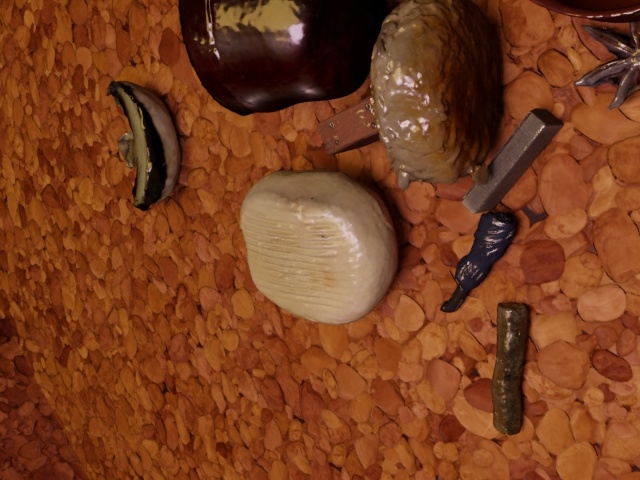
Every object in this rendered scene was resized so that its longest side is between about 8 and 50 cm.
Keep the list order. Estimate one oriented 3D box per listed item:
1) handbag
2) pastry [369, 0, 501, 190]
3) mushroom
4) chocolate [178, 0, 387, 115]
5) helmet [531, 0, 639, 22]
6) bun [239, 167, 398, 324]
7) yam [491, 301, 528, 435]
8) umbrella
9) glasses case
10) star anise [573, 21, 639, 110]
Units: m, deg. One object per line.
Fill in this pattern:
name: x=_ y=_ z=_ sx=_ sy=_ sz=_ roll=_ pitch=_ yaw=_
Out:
handbag: x=0.102 y=-0.230 z=1.277 sx=0.193 sy=0.151 sz=0.072 roll=-21 pitch=90 yaw=40
pastry: x=0.195 y=-0.251 z=1.086 sx=0.136 sy=0.329 sz=0.330 roll=5 pitch=105 yaw=34
mushroom: x=-0.468 y=-0.260 z=1.790 sx=0.247 sy=0.130 sz=0.344 roll=-12 pitch=92 yaw=58
chocolate: x=-0.036 y=-0.427 z=1.246 sx=0.331 sy=0.383 sz=0.384 roll=0 pitch=101 yaw=26
helmet: x=0.422 y=-0.449 z=0.889 sx=0.337 sy=0.230 sz=0.385 roll=-44 pitch=59 yaw=29
bun: x=0.000 y=0.000 z=1.388 sx=0.361 sy=0.213 sz=0.361 roll=18 pitch=126 yaw=26
yam: x=0.351 y=0.240 z=1.242 sx=0.061 sy=0.061 sz=0.253 roll=11 pitch=108 yaw=39
umbrella: x=0.294 y=0.047 z=1.249 sx=0.071 sy=0.071 sz=0.248 roll=39 pitch=131 yaw=27
glasses case: x=0.328 y=-0.135 z=1.158 sx=0.047 sy=0.070 sz=0.205 roll=51 pitch=129 yaw=24
star anise: x=0.479 y=-0.283 z=0.994 sx=0.204 sy=0.061 sz=0.181 roll=-37 pitch=69 yaw=38
